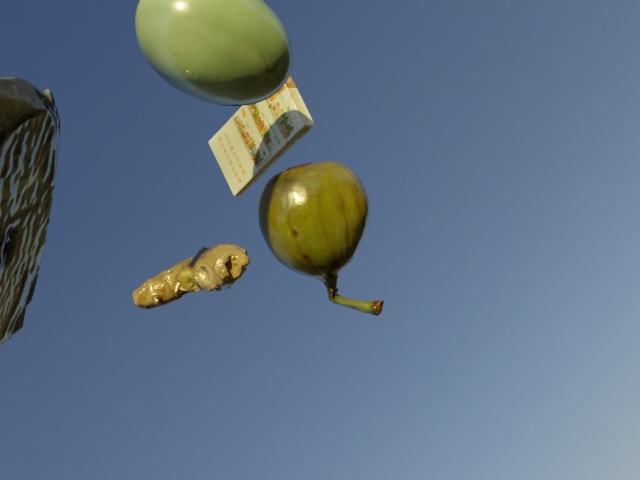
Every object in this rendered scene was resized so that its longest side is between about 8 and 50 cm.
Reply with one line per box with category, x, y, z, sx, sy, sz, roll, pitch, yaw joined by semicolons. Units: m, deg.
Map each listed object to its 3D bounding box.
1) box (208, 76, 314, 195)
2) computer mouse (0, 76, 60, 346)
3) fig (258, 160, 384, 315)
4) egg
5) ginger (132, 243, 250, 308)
box;-0.108;-0.187;1.451;0.032;0.122;0.220;-7;-25;-47
computer mouse;-0.385;-0.013;0.901;0.203;0.114;0.374;-52;-15;-63
fig;0.001;-0.011;1.059;0.148;0.142;0.186;-5;-64;8
egg;-0.145;-0.276;1.152;0.231;0.168;0.168;23;-73;-26
ginger;-0.140;0.041;0.935;0.173;0.051;0.069;-26;15;41
